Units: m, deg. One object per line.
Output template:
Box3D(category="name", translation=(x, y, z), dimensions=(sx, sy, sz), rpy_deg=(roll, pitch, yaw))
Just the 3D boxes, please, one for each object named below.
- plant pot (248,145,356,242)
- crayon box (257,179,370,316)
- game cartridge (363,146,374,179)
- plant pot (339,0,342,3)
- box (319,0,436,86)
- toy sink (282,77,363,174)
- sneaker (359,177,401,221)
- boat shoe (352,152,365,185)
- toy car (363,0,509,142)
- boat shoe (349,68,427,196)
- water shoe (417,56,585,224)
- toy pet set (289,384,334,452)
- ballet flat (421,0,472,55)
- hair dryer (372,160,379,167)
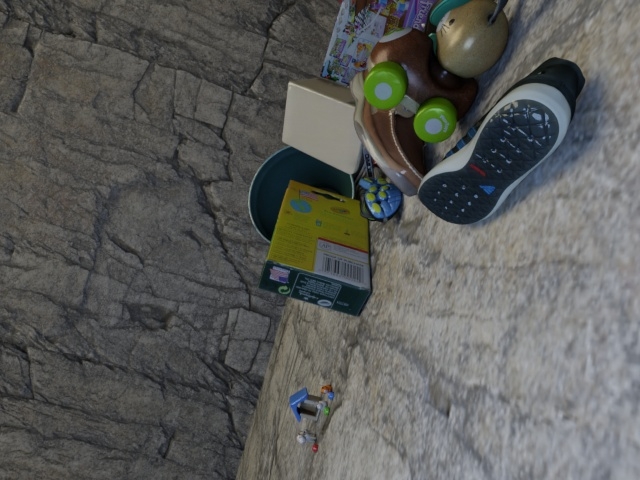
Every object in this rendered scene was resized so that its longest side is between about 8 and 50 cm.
Box3D(category="plant pot", translation=(-0.028, -0.098, 1.171), dimensions=(0.196, 0.293, 0.293), rpy_deg=(35, -111, -69))
Box3D(category="crayon box", translation=(0.000, 0.000, 0.883), dimensions=(0.318, 0.202, 0.081), rpy_deg=(-81, 10, -54))
Box3D(category="game cartridge", translation=(0.105, -0.171, 0.909), dimensions=(0.056, 0.017, 0.083), rpy_deg=(-73, -27, -60))
Box3D(category="plant pot", translation=(0.182, -0.739, 1.047), dimensions=(0.272, 0.272, 0.265), rpy_deg=(116, 177, -53))
Box3D(category="box", translation=(0.135, -0.489, 0.955), dimensions=(0.057, 0.201, 0.293), rpy_deg=(-80, 10, -45))
Box3D(category="toy sink", translation=(0.040, -0.283, 1.009), dimensions=(0.131, 0.234, 0.153), rpy_deg=(-28, -41, -44))
Box3D(category="sneaker", translation=(0.111, -0.069, 0.791), dimensions=(0.188, 0.067, 0.078), rpy_deg=(-99, 5, -71))
Box3D(category="boat shoe", translation=(0.091, -0.218, 1.229), dimensions=(0.075, 0.065, 0.206), rpy_deg=(-80, 10, -45))
Box3D(category="toy car", translation=(0.160, -0.245, 0.501), dimensions=(0.188, 0.149, 0.155), rpy_deg=(-50, 11, 45))
Box3D(category="boat shoe", translation=(0.129, -0.212, 0.691), dimensions=(0.116, 0.123, 0.324), rpy_deg=(-32, 46, 27))
Box3D(category="water shoe", translation=(0.164, -0.078, 0.391), dimensions=(0.080, 0.073, 0.203), rpy_deg=(-48, -3, -20))
Box3D(category="toy pet set", translation=(-0.028, 0.341, 0.847), dimensions=(0.114, 0.065, 0.122), rpy_deg=(-167, 94, -83))
Box3D(category="ballet flat", translation=(0.202, -0.355, 0.668), dimensions=(0.203, 0.074, 0.074), rpy_deg=(129, 157, -78))
Box3D(category="hair dryer", translation=(0.153, -0.259, 0.927), dimensions=(0.293, 0.080, 0.224), rpy_deg=(-75, -12, -46))
